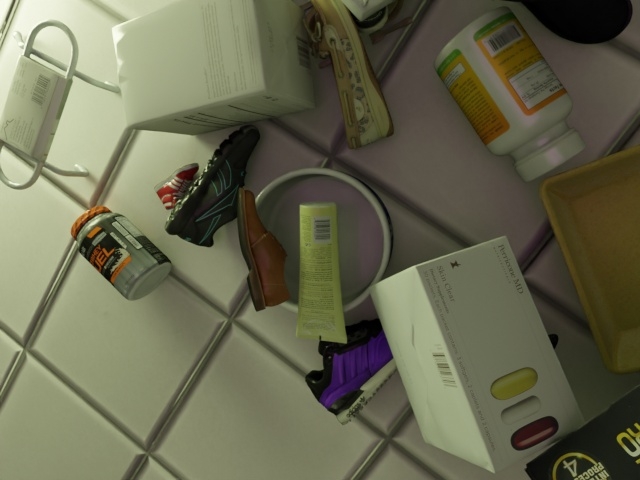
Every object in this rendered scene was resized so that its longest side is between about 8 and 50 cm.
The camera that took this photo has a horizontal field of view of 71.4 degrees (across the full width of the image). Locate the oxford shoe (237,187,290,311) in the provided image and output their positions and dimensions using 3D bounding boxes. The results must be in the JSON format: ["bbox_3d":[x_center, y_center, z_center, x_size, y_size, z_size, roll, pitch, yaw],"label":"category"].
[{"bbox_3d":[-0.100,0.010,0.770,0.076,0.076,0.212,-13,91,-14],"label":"oxford shoe"}]

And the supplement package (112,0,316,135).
[{"bbox_3d":[-0.182,-0.300,0.777,0.293,0.175,0.177,-4,96,26],"label":"supplement package"}]

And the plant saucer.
[{"bbox_3d":[0.554,0.002,0.690,0.333,0.081,0.333,-21,91,17],"label":"plant saucer"}]

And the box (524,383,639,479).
[{"bbox_3d":[0.489,0.272,0.601,0.318,0.395,0.097,-45,42,12],"label":"box"}]

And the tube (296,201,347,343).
[{"bbox_3d":[-0.002,0.057,0.749,0.070,0.062,0.240,16,110,57],"label":"tube"}]

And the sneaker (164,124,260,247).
[{"bbox_3d":[-0.193,-0.105,0.881,0.106,0.101,0.267,35,98,-22],"label":"sneaker"}]

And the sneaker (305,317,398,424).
[{"bbox_3d":[0.072,0.196,0.825,0.146,0.102,0.293,38,104,9],"label":"sneaker"}]

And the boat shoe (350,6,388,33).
[{"bbox_3d":[0.053,-0.467,0.738,0.084,0.079,0.233,-20,78,23],"label":"boat shoe"}]

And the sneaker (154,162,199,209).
[{"bbox_3d":[-0.284,-0.107,0.916,0.118,0.042,0.067,-29,84,23],"label":"sneaker"}]

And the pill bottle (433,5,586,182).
[{"bbox_3d":[0.300,-0.221,0.702,0.136,0.136,0.245,-33,87,16],"label":"pill bottle"}]

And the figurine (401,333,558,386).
[{"bbox_3d":[0.279,0.219,0.791,0.215,0.092,0.209,24,94,12],"label":"figurine"}]

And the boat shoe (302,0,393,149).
[{"bbox_3d":[0.036,-0.297,0.756,0.089,0.104,0.285,-23,103,11],"label":"boat shoe"}]

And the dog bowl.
[{"bbox_3d":[0.000,0.000,0.822,0.265,0.104,0.265,2,97,14],"label":"dog bowl"}]

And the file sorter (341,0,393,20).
[{"bbox_3d":[0.114,-0.502,0.638,0.278,0.173,0.193,-39,85,-20],"label":"file sorter"}]

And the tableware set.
[{"bbox_3d":[0.053,-0.408,0.796,0.194,0.039,0.128,-22,90,16],"label":"tableware set"}]

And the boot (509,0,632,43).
[{"bbox_3d":[0.332,-0.354,0.632,0.246,0.207,0.094,36,128,4],"label":"boot"}]

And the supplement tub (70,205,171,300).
[{"bbox_3d":[-0.416,0.023,0.927,0.190,0.117,0.117,41,104,7],"label":"supplement tub"}]

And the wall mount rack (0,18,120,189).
[{"bbox_3d":[-0.603,-0.294,0.942,0.304,0.130,0.350,29,102,6],"label":"wall mount rack"}]

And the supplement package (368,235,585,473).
[{"bbox_3d":[0.206,0.155,0.649,0.145,0.204,0.262,-18,81,-15],"label":"supplement package"}]
